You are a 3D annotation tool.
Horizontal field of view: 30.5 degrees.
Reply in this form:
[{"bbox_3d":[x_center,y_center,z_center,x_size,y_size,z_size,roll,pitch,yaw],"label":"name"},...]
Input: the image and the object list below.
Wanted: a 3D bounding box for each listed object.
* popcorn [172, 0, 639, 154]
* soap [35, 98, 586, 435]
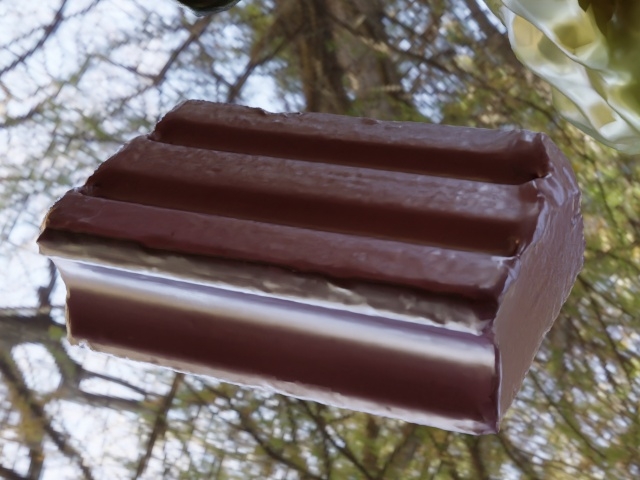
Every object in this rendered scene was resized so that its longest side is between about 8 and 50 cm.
[{"bbox_3d":[0.122,-0.155,0.406,0.293,0.293,0.237,41,-64,37],"label":"popcorn"},{"bbox_3d":[0.000,0.000,0.886,0.359,0.128,0.233,9,-145,26],"label":"soap"}]
